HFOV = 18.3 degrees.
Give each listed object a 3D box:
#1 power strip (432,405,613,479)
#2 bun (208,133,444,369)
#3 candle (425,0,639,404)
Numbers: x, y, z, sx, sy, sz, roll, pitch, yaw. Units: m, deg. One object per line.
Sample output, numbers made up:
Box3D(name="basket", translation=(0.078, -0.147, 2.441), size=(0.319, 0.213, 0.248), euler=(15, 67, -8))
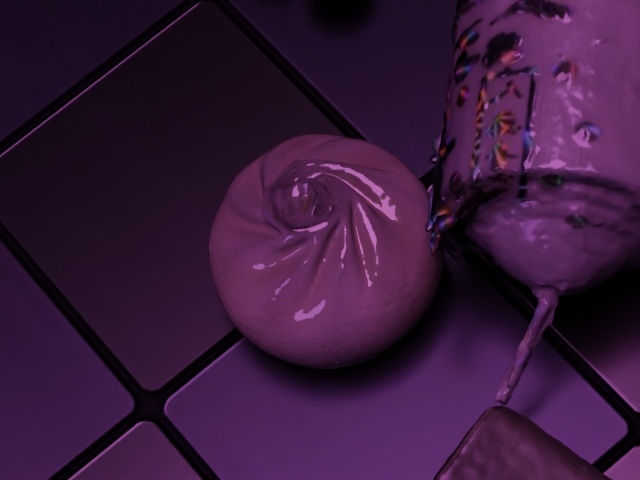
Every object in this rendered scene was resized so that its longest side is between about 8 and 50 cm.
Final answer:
Box3D(name="power strip", translation=(0.140, 0.277, 1.273), size=(0.251, 0.092, 0.257), euler=(35, 73, 13))
Box3D(name="bun", translation=(0.000, 0.000, 1.410), size=(0.172, 0.120, 0.173), euler=(-4, 64, 9))
Box3D(name="candle", translation=(0.169, -0.054, 1.377), size=(0.187, 0.187, 0.330), euler=(4, 68, 11))
